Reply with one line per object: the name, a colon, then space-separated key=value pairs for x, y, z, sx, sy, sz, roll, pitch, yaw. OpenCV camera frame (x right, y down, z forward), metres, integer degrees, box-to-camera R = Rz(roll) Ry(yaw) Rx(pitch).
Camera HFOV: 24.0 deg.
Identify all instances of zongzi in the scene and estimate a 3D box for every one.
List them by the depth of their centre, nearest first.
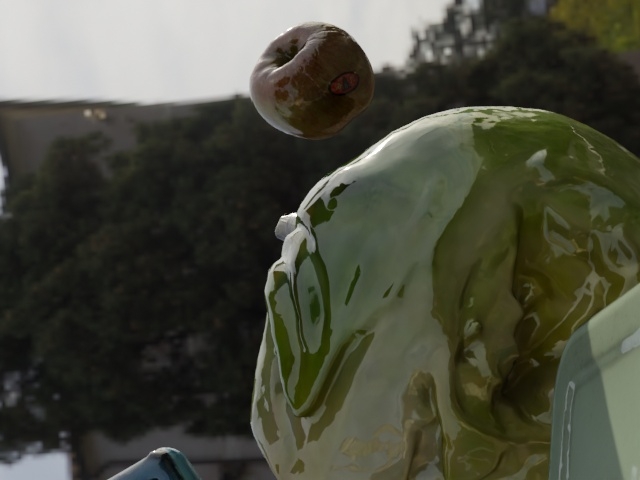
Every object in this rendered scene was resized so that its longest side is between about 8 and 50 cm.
zongzi: x=0.000 y=0.000 z=1.624 sx=0.040 sy=0.083 sz=0.076 roll=-62 pitch=21 yaw=-8

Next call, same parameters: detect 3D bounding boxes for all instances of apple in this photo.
apple: x=-0.009 y=-0.162 z=1.543 sx=0.102 sy=0.126 sz=0.126 roll=47 pitch=-143 yaw=-36

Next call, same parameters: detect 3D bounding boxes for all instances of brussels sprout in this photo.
brussels sprout: x=0.098 y=0.065 z=1.022 sx=0.268 sy=0.344 sz=0.344 roll=41 pitch=-142 yaw=-25

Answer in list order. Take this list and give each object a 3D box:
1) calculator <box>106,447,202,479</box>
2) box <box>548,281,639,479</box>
calculator: x=-0.206 y=0.340 z=1.583 sx=0.173 sy=0.293 sz=0.051 roll=62 pitch=-156 yaw=13
box: x=0.316 y=0.103 z=0.678 sx=0.352 sy=0.344 sz=0.177 roll=121 pitch=156 yaw=-69
